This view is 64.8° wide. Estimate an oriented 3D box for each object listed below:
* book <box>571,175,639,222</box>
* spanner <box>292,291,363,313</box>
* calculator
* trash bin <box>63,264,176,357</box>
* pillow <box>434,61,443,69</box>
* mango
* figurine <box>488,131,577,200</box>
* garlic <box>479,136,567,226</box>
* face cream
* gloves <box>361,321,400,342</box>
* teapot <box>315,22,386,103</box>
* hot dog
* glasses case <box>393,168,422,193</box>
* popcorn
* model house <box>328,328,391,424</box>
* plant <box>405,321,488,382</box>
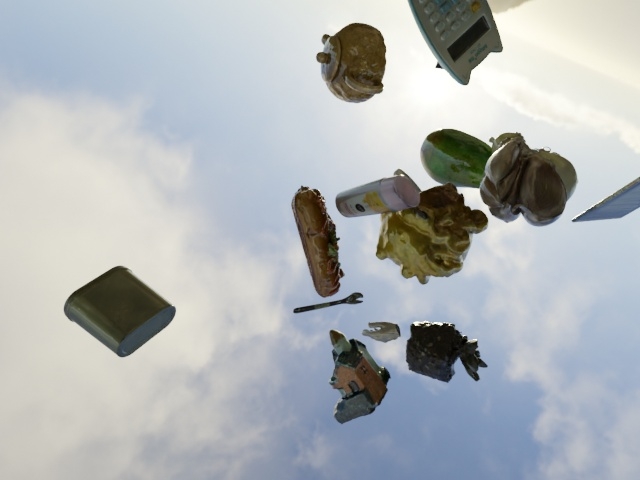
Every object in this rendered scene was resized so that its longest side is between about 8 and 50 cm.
[{"bbox_3d":[0.938,-0.138,1.492,0.228,0.322,0.018,-4,-113,-23],"label":"book"},{"bbox_3d":[0.036,0.277,2.177,0.315,0.024,0.087,-11,-158,-6],"label":"spanner"},{"bbox_3d":[0.398,-0.683,1.525,0.386,0.256,0.054,52,165,-25],"label":"calculator"},{"bbox_3d":[-0.619,0.217,1.577,0.247,0.121,0.243,30,-135,20],"label":"trash bin"},{"bbox_3d":[0.444,-0.640,1.718,0.090,0.150,0.048,2,-128,-1],"label":"pillow"},{"bbox_3d":[0.556,-0.315,2.017,0.201,0.225,0.382,9,-159,-46],"label":"mango"},{"bbox_3d":[0.707,-0.240,1.771,0.226,0.275,0.394,-8,-134,-13],"label":"figurine"},{"bbox_3d":[0.560,-0.150,1.401,0.210,0.237,0.292,1,-125,34],"label":"garlic"},{"bbox_3d":[0.152,-0.120,1.420,0.107,0.269,0.073,43,-117,-25],"label":"face cream"},{"bbox_3d":[0.114,0.163,0.909,0.080,0.044,0.037,-9,-159,27],"label":"gloves"},{"bbox_3d":[0.069,-0.466,1.332,0.167,0.203,0.311,1,-137,-22],"label":"teapot"},{"bbox_3d":[0.000,0.000,1.521,0.117,0.349,0.158,-15,-167,0],"label":"hot dog"},{"bbox_3d":[0.328,-0.197,1.860,0.164,0.041,0.063,44,-137,-18],"label":"glasses case"},{"bbox_3d":[0.311,-0.033,1.494,0.297,0.316,0.281,33,174,22],"label":"popcorn"},{"bbox_3d":[0.093,0.440,1.748,0.291,0.184,0.253,61,-153,0],"label":"model house"},{"bbox_3d":[0.508,0.445,2.016,0.312,0.215,0.213,1,-127,26],"label":"plant"}]
